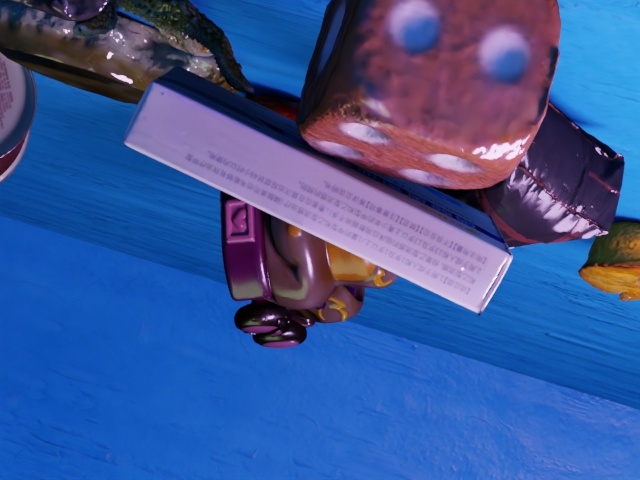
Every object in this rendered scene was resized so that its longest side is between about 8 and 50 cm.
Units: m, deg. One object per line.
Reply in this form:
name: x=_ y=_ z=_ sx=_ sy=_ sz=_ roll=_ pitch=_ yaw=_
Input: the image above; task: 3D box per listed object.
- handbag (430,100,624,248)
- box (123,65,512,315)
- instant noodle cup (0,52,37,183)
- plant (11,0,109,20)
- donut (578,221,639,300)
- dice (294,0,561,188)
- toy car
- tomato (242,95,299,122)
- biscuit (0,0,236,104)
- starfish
handbag: x=0.188 y=-0.067 z=1.480 sx=0.169 sy=0.155 sz=0.215 roll=25 pitch=161 yaw=-34
box: x=0.000 y=-0.052 z=1.304 sx=0.343 sy=0.065 sz=0.200 roll=26 pitch=-170 yaw=-4
instant noodle cup: x=-0.466 y=-0.172 z=1.832 sx=0.235 sy=0.234 sz=0.178 roll=22 pitch=168 yaw=-21
plant: x=-0.218 y=-0.264 z=1.149 sx=0.142 sy=0.164 sz=0.256 roll=19 pitch=-179 yaw=-8
donut: x=0.428 y=0.029 z=1.821 sx=0.190 sy=0.074 sz=0.174 roll=6 pitch=164 yaw=34
dice: x=0.090 y=-0.145 z=1.187 sx=0.179 sy=0.175 sz=0.174 roll=21 pitch=169 yaw=-10
toy car: x=0.000 y=0.000 z=1.999 sx=0.240 sy=0.271 sz=0.341 roll=-6 pitch=167 yaw=12
tomato: x=-0.018 y=-0.117 z=1.764 sx=0.189 sy=0.099 sz=0.173 roll=55 pitch=-166 yaw=12
biscuit: x=-0.249 y=-0.215 z=1.685 sx=0.335 sy=0.078 sz=0.329 roll=14 pitch=174 yaw=30
starfish: x=-0.223 y=-0.246 z=1.383 sx=0.358 sy=0.078 sz=0.347 roll=23 pitch=-167 yaw=-22
